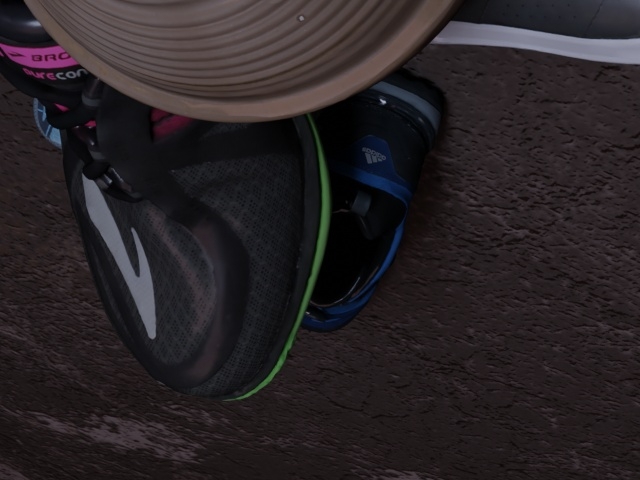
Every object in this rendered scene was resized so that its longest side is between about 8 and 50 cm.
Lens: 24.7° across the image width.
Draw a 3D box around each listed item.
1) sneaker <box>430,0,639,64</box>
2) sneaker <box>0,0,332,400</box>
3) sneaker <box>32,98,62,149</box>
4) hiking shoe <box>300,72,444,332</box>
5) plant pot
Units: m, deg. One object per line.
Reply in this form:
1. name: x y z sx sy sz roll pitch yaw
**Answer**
1. sneaker: 0.099 -0.162 0.641 0.296 0.104 0.147 5 148 32
2. sneaker: -0.119 -0.113 0.799 0.185 0.202 0.482 6 120 29
3. sneaker: -0.130 -0.101 1.016 0.104 0.125 0.262 41 143 -27
4. hiking shoe: 0.000 0.000 1.080 0.113 0.132 0.304 20 148 3
5. plant pot: -0.048 -0.159 0.577 0.237 0.110 0.237 4 104 18
